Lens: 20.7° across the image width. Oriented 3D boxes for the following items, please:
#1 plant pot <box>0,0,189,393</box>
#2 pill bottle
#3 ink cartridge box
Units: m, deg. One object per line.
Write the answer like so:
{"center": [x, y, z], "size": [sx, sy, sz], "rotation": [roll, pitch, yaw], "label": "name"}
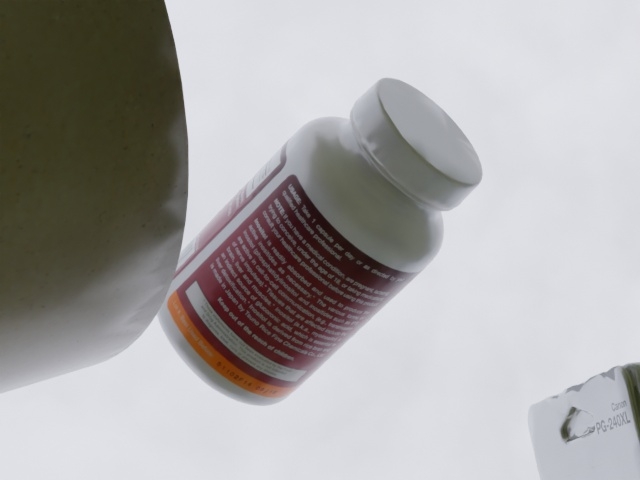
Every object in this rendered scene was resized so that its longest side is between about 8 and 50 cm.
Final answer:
{"center": [-0.227, -0.028, 0.528], "size": [0.274, 0.256, 0.256], "rotation": [-25, -82, -36], "label": "plant pot"}
{"center": [0.000, 0.000, 0.803], "size": [0.086, 0.086, 0.152], "rotation": [36, -63, -19], "label": "pill bottle"}
{"center": [0.170, 0.080, 0.678], "size": [0.150, 0.109, 0.063], "rotation": [-4, -104, -15], "label": "ink cartridge box"}
